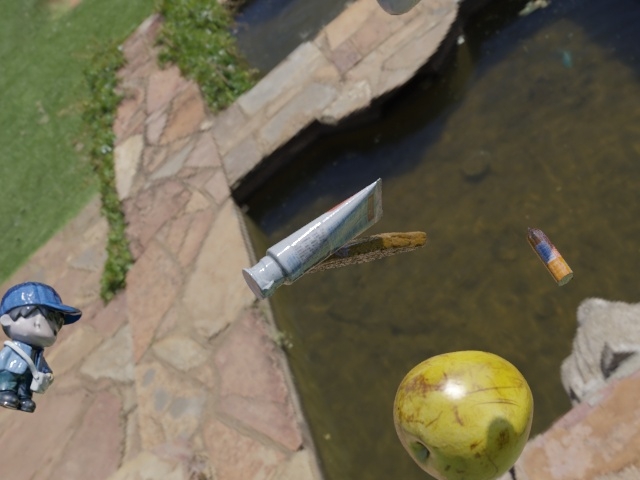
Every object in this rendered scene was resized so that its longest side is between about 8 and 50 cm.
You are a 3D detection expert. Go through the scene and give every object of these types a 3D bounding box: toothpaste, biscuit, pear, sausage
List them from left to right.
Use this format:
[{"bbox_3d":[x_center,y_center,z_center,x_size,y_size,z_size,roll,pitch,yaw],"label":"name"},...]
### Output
[{"bbox_3d":[0.000,0.000,1.198,0.234,0.089,0.057,-33,57,-19],"label":"toothpaste"},{"bbox_3d":[0.084,0.018,1.784,0.278,0.301,0.043,-13,85,7],"label":"biscuit"},{"bbox_3d":[0.292,0.356,1.739,0.280,0.281,0.281,-27,38,24],"label":"pear"},{"bbox_3d":[0.357,0.020,1.347,0.031,0.031,0.107,-35,61,13],"label":"sausage"}]

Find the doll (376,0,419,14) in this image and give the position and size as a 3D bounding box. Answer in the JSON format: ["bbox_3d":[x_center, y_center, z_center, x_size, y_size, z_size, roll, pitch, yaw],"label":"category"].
[{"bbox_3d":[0.163,-0.383,1.114,0.160,0.094,0.365,17,45,39],"label":"doll"}]

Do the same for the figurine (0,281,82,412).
[{"bbox_3d":[-0.339,0.123,0.997,0.087,0.086,0.149,-1,69,35],"label":"figurine"}]
